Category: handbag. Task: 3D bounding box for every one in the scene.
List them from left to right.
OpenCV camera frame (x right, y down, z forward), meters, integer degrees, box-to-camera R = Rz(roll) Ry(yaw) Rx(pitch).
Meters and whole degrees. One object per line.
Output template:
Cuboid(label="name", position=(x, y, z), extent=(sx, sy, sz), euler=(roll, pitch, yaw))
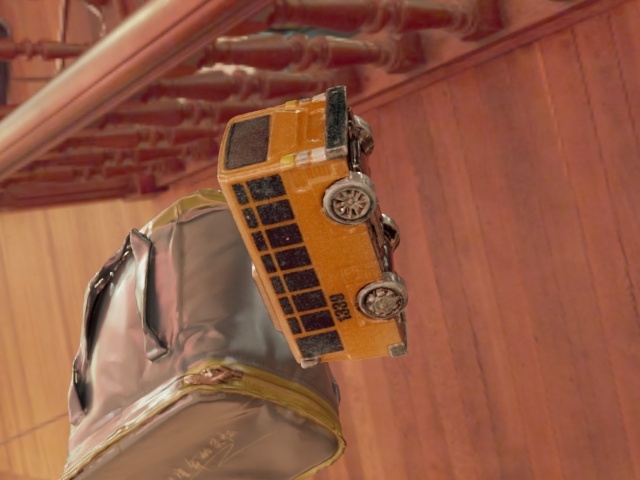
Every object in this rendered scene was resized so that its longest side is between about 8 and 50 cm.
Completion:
Cuboid(label="handbag", position=(-0.110, 0.117, 0.802), extent=(0.263, 0.222, 0.241), euler=(-35, 41, 28))

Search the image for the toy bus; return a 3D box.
Cuboid(label="toy bus", position=(0.000, 0.000, 0.574), extent=(0.091, 0.103, 0.182), euler=(-90, -16, -52))
